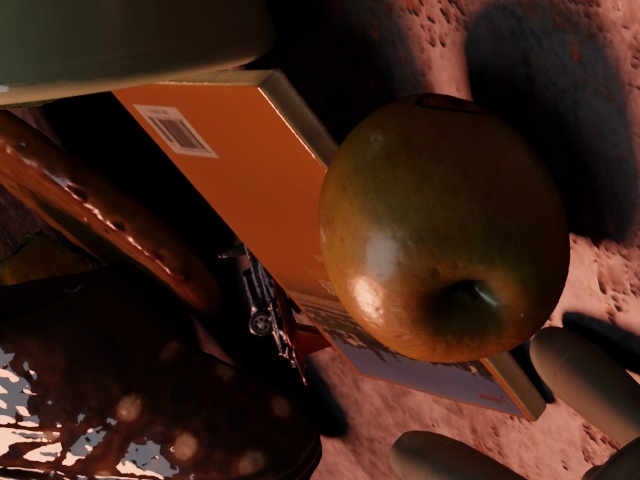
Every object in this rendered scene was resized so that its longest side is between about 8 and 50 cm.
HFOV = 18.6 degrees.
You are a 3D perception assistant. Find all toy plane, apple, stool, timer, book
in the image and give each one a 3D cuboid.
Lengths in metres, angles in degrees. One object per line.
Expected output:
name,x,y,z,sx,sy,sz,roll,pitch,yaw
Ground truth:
toy plane,-0.050,0.038,1.770,0.189,0.061,0.130,60,-174,-8
apple,0.083,-0.011,1.336,0.155,0.182,0.182,-108,3,-49
stool,0.185,0.195,1.389,0.198,0.195,0.195,24,143,51
timer,-0.197,-0.271,1.429,0.290,0.290,0.315,6,107,59
book,0.000,0.000,1.569,0.374,0.028,0.262,50,158,-26

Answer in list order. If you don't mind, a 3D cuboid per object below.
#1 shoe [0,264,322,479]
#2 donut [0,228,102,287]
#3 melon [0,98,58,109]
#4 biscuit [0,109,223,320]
shoe,-0.192,0.140,1.931,0.384,0.171,0.237,1,116,14
donut,-0.279,0.116,2.150,0.272,0.107,0.272,47,157,26
melon,-0.275,-0.203,1.705,0.287,0.182,0.182,13,134,63
biscuit,-0.240,-0.040,1.908,0.359,0.046,0.359,35,171,6
